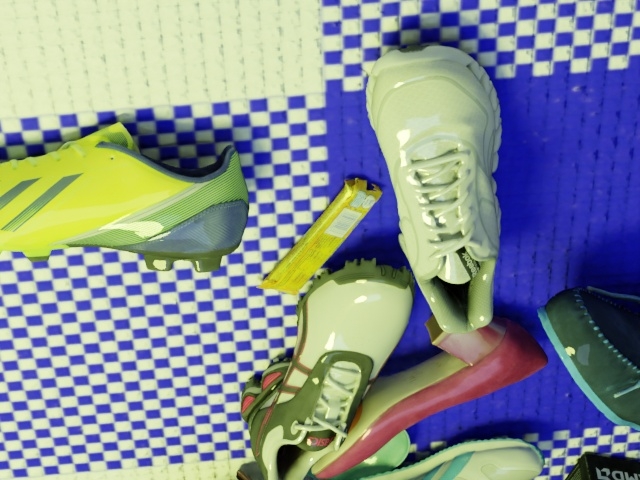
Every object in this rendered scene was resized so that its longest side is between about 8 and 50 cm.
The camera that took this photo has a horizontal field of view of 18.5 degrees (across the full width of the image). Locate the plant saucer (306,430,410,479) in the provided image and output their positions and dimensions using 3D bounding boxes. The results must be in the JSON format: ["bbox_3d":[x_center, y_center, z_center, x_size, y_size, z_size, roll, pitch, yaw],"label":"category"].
[{"bbox_3d":[0.029,0.200,1.952,0.119,0.021,0.119,-3,139,-3],"label":"plant saucer"}]

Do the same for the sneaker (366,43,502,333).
[{"bbox_3d":[0.105,-0.040,1.625,0.110,0.118,0.292,-10,137,7],"label":"sneaker"}]

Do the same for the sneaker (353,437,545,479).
[{"bbox_3d":[0.122,0.267,1.969,0.229,0.092,0.087,-21,152,6],"label":"sneaker"}]

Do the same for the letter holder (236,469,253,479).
[{"bbox_3d":[-0.038,0.383,2.025,0.152,0.214,0.302,-45,110,-5],"label":"letter holder"}]

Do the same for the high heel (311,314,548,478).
[{"bbox_3d":[0.100,0.159,1.863,0.117,0.082,0.244,33,108,-24],"label":"high heel"}]

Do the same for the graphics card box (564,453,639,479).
[{"bbox_3d":[0.285,0.431,1.983,0.094,0.371,0.232,9,135,-16],"label":"graphics card box"}]

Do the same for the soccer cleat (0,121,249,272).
[{"bbox_3d":[-0.202,-0.044,1.623,0.289,0.093,0.121,4,107,-5],"label":"soccer cleat"}]

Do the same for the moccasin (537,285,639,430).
[{"bbox_3d":[0.322,0.107,1.828,0.117,0.137,0.342,-34,146,21],"label":"moccasin"}]

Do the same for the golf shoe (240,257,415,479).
[{"bbox_3d":[0.015,0.127,1.793,0.105,0.120,0.273,12,136,-19],"label":"golf shoe"}]

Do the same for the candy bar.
[{"bbox_3d":[0.000,0.000,1.728,0.040,0.018,0.161,16,133,-28],"label":"candy bar"}]
